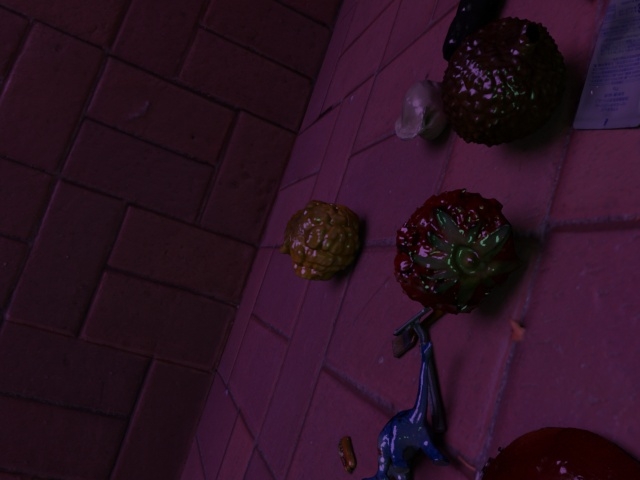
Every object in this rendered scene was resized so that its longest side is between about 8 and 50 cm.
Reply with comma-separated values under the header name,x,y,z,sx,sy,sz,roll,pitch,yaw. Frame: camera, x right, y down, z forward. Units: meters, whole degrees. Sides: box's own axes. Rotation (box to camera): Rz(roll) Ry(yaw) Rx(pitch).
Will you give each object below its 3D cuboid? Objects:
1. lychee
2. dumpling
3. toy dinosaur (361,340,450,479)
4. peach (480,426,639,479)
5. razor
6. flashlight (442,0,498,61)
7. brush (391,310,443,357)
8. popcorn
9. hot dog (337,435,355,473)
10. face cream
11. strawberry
name,x,y,z,sx,sy,sz,roll,pitch,yaw
lychee,0.284,-0.246,0.754,0.238,0.200,0.199,105,179,-72
dumpling,0.231,-0.290,1.098,0.199,0.118,0.136,-54,11,-27
toy dinosaur,0.125,0.325,0.757,0.144,0.077,0.328,-99,23,-64
peach,0.237,0.286,0.506,0.279,0.068,0.188,-19,51,68
razor,0.178,0.218,0.812,0.084,0.036,0.211,-49,34,37
flashlight,0.367,-0.584,1.043,0.103,0.103,0.423,-157,86,-73
brush,0.183,0.162,0.894,0.170,0.015,0.043,-53,28,39
popcorn,0.000,0.000,1.352,0.250,0.190,0.250,-48,21,25
hot dog,0.050,0.428,0.978,0.037,0.021,0.083,-64,19,15
face cream,0.406,-0.258,0.637,0.114,0.070,0.223,-140,59,-72
strawberry,0.202,0.011,0.752,0.201,0.185,0.186,-51,-50,-75
